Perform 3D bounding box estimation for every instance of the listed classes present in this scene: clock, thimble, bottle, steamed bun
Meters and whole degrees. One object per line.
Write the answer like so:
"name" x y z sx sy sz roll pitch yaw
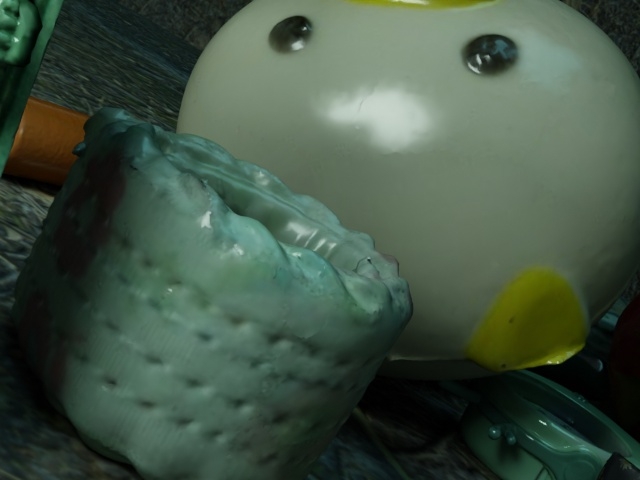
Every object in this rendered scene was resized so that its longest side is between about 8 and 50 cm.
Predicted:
"clock" 0.182 0.163 0.960 0.211 0.066 0.159 23 12 -35
"thimble" -0.067 0.032 0.642 0.211 0.149 0.185 34 12 14
"bottle" -0.212 -0.076 0.980 0.069 0.069 0.187 37 10 29
"steamed bun" 0.070 -0.056 0.911 0.373 0.334 0.334 7 4 16

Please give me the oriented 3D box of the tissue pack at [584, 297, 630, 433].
"tissue pack" 0.394 0.165 1.403 0.310 0.128 0.228 28 10 -7

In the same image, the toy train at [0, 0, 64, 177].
"toy train" -0.195 -0.097 0.470 0.138 0.330 0.178 23 -7 -34

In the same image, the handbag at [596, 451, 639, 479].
"handbag" 0.260 0.234 0.879 0.115 0.072 0.139 37 -1 40

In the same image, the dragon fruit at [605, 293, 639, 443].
"dragon fruit" 0.451 0.145 1.171 0.290 0.291 0.189 26 -29 -24

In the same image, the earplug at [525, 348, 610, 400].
"earplug" 0.157 0.083 1.149 0.257 0.164 0.280 68 25 -3
